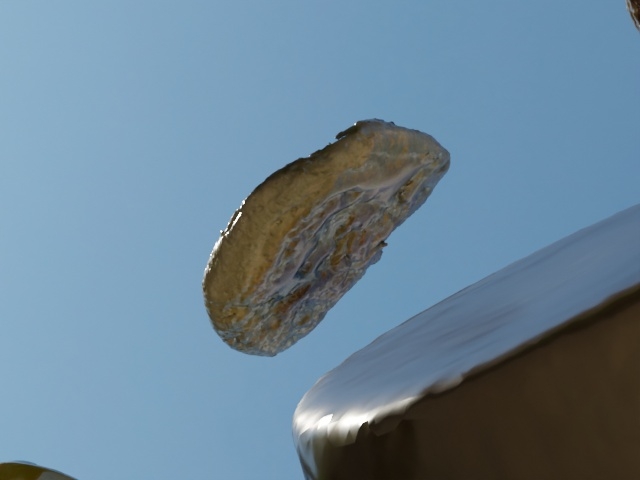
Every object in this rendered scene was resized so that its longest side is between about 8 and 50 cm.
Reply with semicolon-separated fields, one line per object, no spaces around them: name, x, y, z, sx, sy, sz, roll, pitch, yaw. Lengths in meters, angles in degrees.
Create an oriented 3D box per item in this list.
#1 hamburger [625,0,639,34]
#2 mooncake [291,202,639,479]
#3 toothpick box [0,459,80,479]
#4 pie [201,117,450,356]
hamburger;0.329;-0.225;1.303;0.159;0.131;0.185;36;-53;3
mooncake;0.134;0.083;0.740;0.284;0.284;0.155;-25;-84;38
toothpick box;-0.266;0.323;1.357;0.175;0.271;0.175;13;-31;8
pie;0.000;0.000;1.711;0.075;0.337;0.337;47;-55;21
